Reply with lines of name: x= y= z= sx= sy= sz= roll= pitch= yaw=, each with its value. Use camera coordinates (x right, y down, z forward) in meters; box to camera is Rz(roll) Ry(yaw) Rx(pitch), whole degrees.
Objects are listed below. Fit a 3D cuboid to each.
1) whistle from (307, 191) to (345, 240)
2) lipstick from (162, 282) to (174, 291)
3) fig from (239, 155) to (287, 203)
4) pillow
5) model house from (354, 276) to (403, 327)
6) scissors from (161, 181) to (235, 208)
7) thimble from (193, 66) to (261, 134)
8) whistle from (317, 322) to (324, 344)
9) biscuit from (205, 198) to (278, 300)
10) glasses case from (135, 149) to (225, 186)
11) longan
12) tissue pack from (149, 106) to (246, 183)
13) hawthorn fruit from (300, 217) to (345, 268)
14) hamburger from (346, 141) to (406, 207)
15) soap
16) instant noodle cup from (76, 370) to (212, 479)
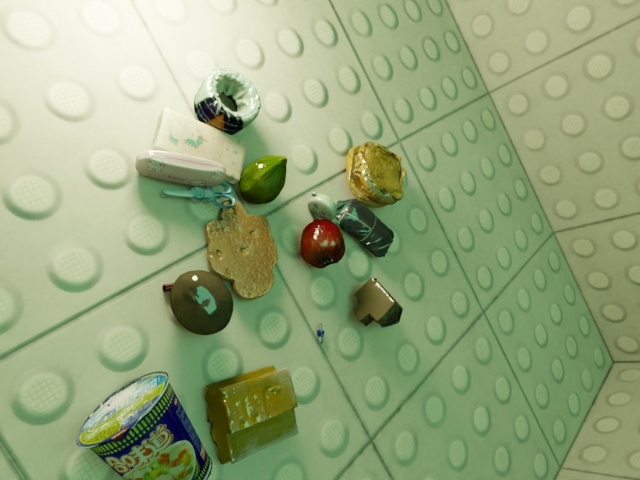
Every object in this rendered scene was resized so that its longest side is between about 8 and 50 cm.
whistle: x=0.032 y=-0.098 z=2.047 sx=0.067 sy=0.126 sz=0.258 roll=-52 pitch=123 yaw=-36
lipstick: x=-0.442 y=0.147 z=1.671 sx=0.177 sy=0.027 sz=0.027 roll=-7 pitch=82 yaw=-40
fig: x=-0.210 y=-0.244 z=1.848 sx=0.167 sy=0.233 sz=0.167 roll=18 pitch=29 yaw=-10
pillow: x=0.187 y=-0.062 z=2.164 sx=0.335 sy=0.093 sz=0.161 roll=40 pitch=60 yaw=-21
model house: x=0.254 y=0.300 z=2.107 sx=0.176 sy=0.181 sz=0.248 roll=-45 pitch=143 yaw=4
scissors: x=-0.429 y=-0.162 z=1.744 sx=0.256 sy=0.030 sz=0.125 roll=-3 pitch=54 yaw=-32
thimble: x=-0.349 y=-0.518 z=1.840 sx=0.238 sy=0.150 sz=0.237 roll=11 pitch=70 yaw=-34
whistle: x=0.001 y=0.367 z=1.950 sx=0.033 sy=0.029 sz=0.083 roll=34 pitch=57 yaw=-70
biscuit: x=-0.288 y=0.032 z=1.799 sx=0.270 sy=0.051 sz=0.375 roll=-12 pitch=82 yaw=-36
glasses case: x=-0.468 y=-0.241 z=1.679 sx=0.297 sy=0.113 sz=0.075 roll=8 pitch=63 yaw=-28
longan: x=-0.381 y=0.198 z=1.594 sx=0.220 sy=0.197 sz=0.196 roll=52 pitch=53 yaw=-6
tissue pack: x=-0.431 y=-0.335 z=1.777 sx=0.326 sy=0.071 sz=0.169 roll=19 pitch=65 yaw=-34
hawthorn fruit: x=0.000 y=0.000 z=1.959 sx=0.185 sy=0.185 sz=0.202 roll=5 pitch=58 yaw=-37
hamburger: x=0.247 y=-0.287 z=2.220 sx=0.319 sy=0.158 sz=0.318 roll=15 pitch=63 yaw=-33
soap: x=-0.223 y=0.575 z=1.658 sx=0.281 sy=0.143 sz=0.259 roll=-8 pitch=86 yaw=-44
instant noodle cup: x=-0.468 y=0.579 z=1.399 sx=0.284 sy=0.284 sz=0.312 roll=-43 pitch=112 yaw=-37
